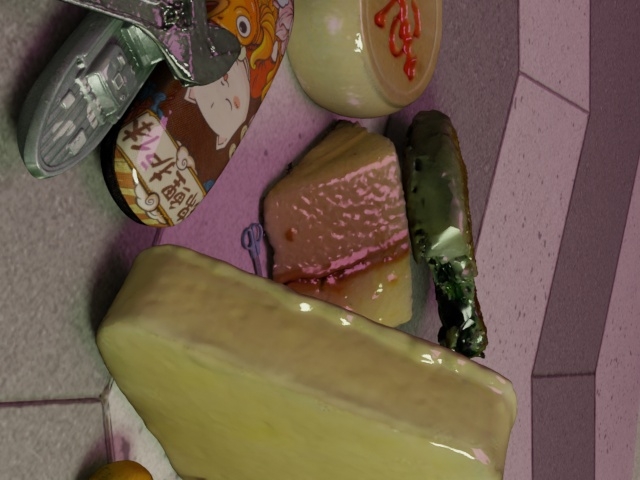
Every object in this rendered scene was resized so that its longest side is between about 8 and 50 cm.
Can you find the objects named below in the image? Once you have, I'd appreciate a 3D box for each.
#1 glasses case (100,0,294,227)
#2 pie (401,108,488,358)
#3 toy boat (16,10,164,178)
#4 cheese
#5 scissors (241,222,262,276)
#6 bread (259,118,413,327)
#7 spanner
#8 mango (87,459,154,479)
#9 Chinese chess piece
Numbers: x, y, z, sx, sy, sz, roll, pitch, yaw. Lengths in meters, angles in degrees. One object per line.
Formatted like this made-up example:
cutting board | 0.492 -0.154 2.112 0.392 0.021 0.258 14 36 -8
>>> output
glasses case | -0.108 -0.154 1.161 0.321 0.082 0.122 -65 149 -31
pie | 0.162 -0.014 1.597 0.371 0.078 0.296 72 15 -51
toy boat | -0.174 -0.147 1.039 0.260 0.085 0.078 -61 144 -36
cheese | 0.008 0.169 1.154 0.384 0.384 0.104 65 36 -42
scissors | -0.069 0.021 1.341 0.036 0.006 0.083 -41 130 -49
bread | 0.000 0.000 1.443 0.178 0.135 0.240 -21 118 -22
spanner | -0.177 -0.188 0.956 0.325 0.026 0.093 11 92 -49
mango | -0.190 0.249 1.109 0.114 0.057 0.079 -59 150 -33
Chinese chess piece | 0.055 -0.264 1.423 0.251 0.097 0.250 -14 106 -60
